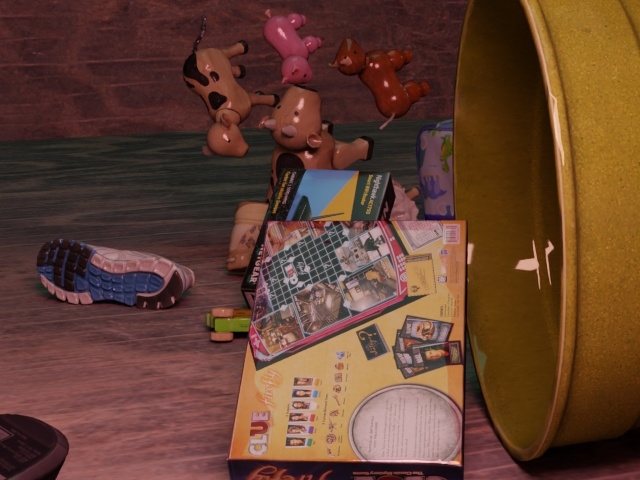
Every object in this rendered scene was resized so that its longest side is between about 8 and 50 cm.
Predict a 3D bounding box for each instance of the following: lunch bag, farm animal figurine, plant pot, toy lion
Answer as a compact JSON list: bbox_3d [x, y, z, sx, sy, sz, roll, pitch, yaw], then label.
[{"bbox_3d":[0.228,-0.074,1.851,0.090,0.176,0.219,-15,15,-37],"label":"lunch bag"},{"bbox_3d":[-0.036,-0.127,1.772,0.330,0.326,0.172,4,17,37],"label":"farm animal figurine"},{"bbox_3d":[0.306,-0.030,1.051,0.353,0.366,0.366,-3,11,-5],"label":"plant pot"},{"bbox_3d":[-0.070,0.082,1.430,0.100,0.034,0.096,1,3,8],"label":"toy lion"}]

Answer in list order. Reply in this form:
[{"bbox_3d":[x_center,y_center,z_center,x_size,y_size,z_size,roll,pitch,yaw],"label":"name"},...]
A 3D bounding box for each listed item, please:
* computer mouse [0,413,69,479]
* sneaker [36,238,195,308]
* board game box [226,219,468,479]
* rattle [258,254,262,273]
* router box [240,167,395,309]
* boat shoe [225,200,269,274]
[{"bbox_3d":[-0.295,0.177,0.868,0.184,0.060,0.262,14,29,40],"label":"computer mouse"},{"bbox_3d":[-0.232,0.040,1.593,0.191,0.071,0.083,11,7,17],"label":"sneaker"},{"bbox_3d":[0.028,0.081,1.045,0.165,0.042,0.243,1,44,7],"label":"board game box"},{"bbox_3d":[0.032,0.061,1.249,0.200,0.142,0.130,-18,-5,-33],"label":"rattle"},{"bbox_3d":[0.000,0.000,1.542,0.133,0.046,0.179,3,51,18],"label":"router box"},{"bbox_3d":[0.016,0.019,1.649,0.285,0.089,0.104,10,-11,35],"label":"boat shoe"}]
